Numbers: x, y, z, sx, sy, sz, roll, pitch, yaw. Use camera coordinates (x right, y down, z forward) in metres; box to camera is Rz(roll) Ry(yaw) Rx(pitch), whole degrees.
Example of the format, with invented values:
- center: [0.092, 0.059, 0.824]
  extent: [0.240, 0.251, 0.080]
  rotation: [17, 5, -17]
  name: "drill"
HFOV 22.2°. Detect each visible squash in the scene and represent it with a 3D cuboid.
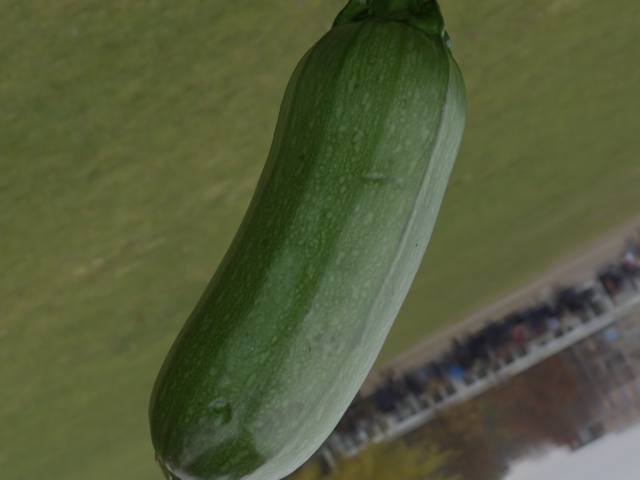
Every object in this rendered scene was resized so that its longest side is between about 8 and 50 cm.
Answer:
- center: [0.000, 0.000, 0.628]
  extent: [0.219, 0.077, 0.068]
  rotation: [-68, 153, -13]
  name: "squash"
